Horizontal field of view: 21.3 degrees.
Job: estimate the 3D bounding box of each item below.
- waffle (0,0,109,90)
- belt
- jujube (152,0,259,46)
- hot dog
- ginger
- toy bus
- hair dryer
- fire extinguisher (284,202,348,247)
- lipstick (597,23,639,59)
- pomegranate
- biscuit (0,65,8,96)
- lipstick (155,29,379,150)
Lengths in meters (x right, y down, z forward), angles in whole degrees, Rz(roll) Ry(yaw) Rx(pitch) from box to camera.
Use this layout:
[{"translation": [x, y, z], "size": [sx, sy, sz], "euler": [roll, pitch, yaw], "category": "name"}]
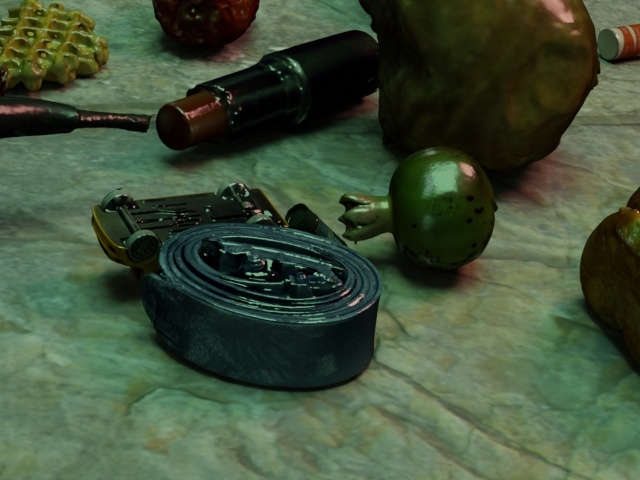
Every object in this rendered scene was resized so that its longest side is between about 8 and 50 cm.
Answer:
[{"translation": [-0.315, -0.211, 1.836], "size": [0.161, 0.046, 0.192], "euler": [26, 34, 29], "category": "waffle"}, {"translation": [-0.047, 0.046, 1.374], "size": [0.190, 0.082, 0.141], "euler": [14, 31, 13], "category": "belt"}, {"translation": [-0.126, -0.278, 1.941], "size": [0.112, 0.109, 0.176], "euler": [43, 21, -7], "category": "jujube"}, {"translation": [0.317, 0.035, 1.389], "size": [0.150, 0.153, 0.256], "euler": [-5, 30, -18], "category": "hot dog"}, {"translation": [0.161, -0.201, 1.682], "size": [0.223, 0.269, 0.200], "euler": [-6, 1, -7], "category": "ginger"}, {"translation": [-0.115, -0.001, 1.459], "size": [0.162, 0.074, 0.069], "euler": [-7, 38, -27], "category": "toy bus"}, {"translation": [-0.320, -0.112, 1.495], "size": [0.359, 0.120, 0.304], "euler": [0, 13, -32], "category": "hair dryer"}, {"translation": [0.000, 0.000, 1.500], "size": [0.038, 0.083, 0.025], "euler": [-1, 57, 44], "category": "fire extinguisher"}, {"translation": [0.392, -0.241, 2.029], "size": [0.131, 0.038, 0.038], "euler": [-12, 33, -29], "category": "lipstick"}, {"translation": [0.086, -0.027, 1.512], "size": [0.142, 0.114, 0.114], "euler": [-5, 29, -3], "category": "pomegranate"}, {"translation": [-0.383, -0.068, 1.534], "size": [0.107, 0.073, 0.388], "euler": [9, 29, 2], "category": "biscuit"}, {"translation": [-0.048, -0.150, 1.739], "size": [0.081, 0.081, 0.300], "euler": [26, 33, 32], "category": "lipstick"}]
